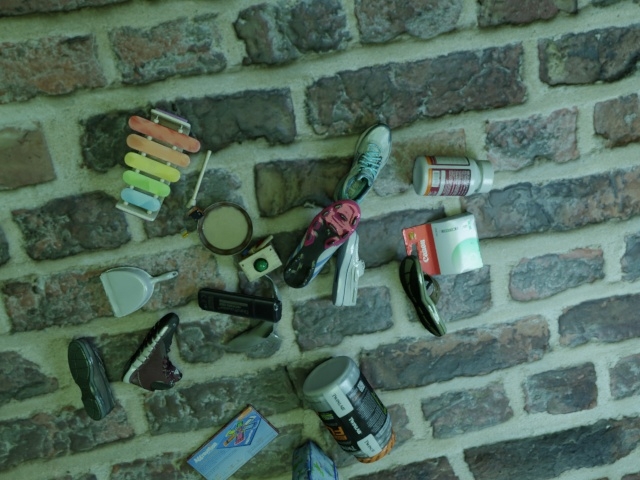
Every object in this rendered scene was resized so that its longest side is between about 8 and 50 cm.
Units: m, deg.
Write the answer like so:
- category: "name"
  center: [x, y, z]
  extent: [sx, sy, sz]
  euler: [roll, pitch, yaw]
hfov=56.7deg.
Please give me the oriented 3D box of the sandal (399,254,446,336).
- category: "sandal"
  center: [0.338, 0.169, 1.895]
  extent: [0.086, 0.120, 0.302]
  euler: [-33, 113, -16]

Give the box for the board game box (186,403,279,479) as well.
- category: "board game box"
  center: [-0.290, 0.682, 1.966]
  extent: [0.281, 0.027, 0.145]
  euler: [-41, 106, 3]

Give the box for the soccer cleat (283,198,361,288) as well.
- category: "soccer cleat"
  center: [0.000, 0.000, 1.781]
  extent: [0.116, 0.143, 0.331]
  euler: [39, 105, -2]

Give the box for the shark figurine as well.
- category: "shark figurine"
  center: [-0.162, 0.241, 1.840]
  extent: [0.166, 0.116, 0.278]
  euler: [20, 101, -13]

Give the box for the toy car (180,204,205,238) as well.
- category: "toy car"
  center: [-0.395, -0.060, 1.755]
  extent: [0.122, 0.060, 0.040]
  euler: [-44, 65, 22]

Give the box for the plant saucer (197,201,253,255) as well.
- category: "plant saucer"
  center: [-0.288, -0.037, 1.801]
  extent: [0.169, 0.029, 0.168]
  euler: [-2, 104, -7]

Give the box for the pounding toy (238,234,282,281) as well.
- category: "pounding toy"
  center: [-0.179, 0.043, 1.775]
  extent: [0.130, 0.141, 0.100]
  euler: [-30, 104, 0]

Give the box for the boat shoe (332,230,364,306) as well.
- category: "boat shoe"
  center: [0.095, 0.085, 1.854]
  extent: [0.084, 0.095, 0.258]
  euler: [5, 113, -12]

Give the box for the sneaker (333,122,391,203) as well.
- category: "sneaker"
  center: [0.142, -0.212, 1.767]
  extent: [0.110, 0.122, 0.282]
  euler: [23, 99, -12]

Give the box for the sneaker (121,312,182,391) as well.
- category: "sneaker"
  center: [-0.478, 0.358, 1.840]
  extent: [0.163, 0.106, 0.281]
  euler: [35, 107, -18]

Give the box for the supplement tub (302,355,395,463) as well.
- category: "supplement tub"
  center: [0.099, 0.544, 1.898]
  extent: [0.194, 0.193, 0.316]
  euler: [-33, 104, 1]

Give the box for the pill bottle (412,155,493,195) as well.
- category: "pill bottle"
  center: [0.402, -0.195, 1.804]
  extent: [0.221, 0.121, 0.121]
  euler: [0, 103, -7]

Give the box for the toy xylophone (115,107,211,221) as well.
- category: "toy xylophone"
  center: [-0.450, -0.211, 1.714]
  extent: [0.236, 0.081, 0.322]
  euler: [13, 101, -10]

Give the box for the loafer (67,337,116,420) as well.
- category: "loafer"
  center: [-0.706, 0.421, 1.840]
  extent: [0.096, 0.084, 0.267]
  euler: [-6, 102, 26]

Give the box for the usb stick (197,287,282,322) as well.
- category: "usb stick"
  center: [-0.245, 0.194, 1.791]
  extent: [0.278, 0.045, 0.077]
  euler: [6, 109, 21]

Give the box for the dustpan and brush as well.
- category: "dustpan and brush"
  center: [-0.539, 0.134, 1.802]
  extent: [0.211, 0.060, 0.147]
  euler: [-17, 100, 4]

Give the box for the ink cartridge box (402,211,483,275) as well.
- category: "ink cartridge box"
  center: [0.391, 0.024, 1.889]
  extent: [0.225, 0.056, 0.180]
  euler: [-15, 104, -5]

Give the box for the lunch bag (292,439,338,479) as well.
- category: "lunch bag"
  center: [-0.010, 0.772, 1.924]
  extent: [0.090, 0.219, 0.176]
  euler: [-36, 104, 8]
